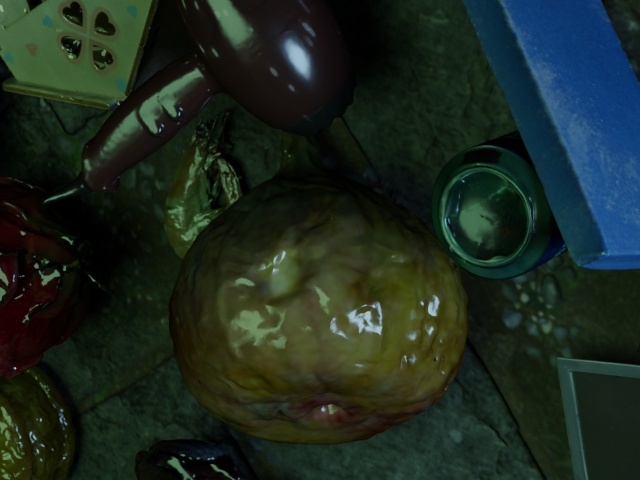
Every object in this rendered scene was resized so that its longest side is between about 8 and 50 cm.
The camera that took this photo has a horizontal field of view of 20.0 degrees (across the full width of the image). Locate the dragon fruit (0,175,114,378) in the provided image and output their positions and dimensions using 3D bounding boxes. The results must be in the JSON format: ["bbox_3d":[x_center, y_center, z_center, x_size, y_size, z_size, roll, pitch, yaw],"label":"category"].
[{"bbox_3d":[-0.337,0.045,1.939,0.293,0.233,0.234,10,110,41],"label":"dragon fruit"}]

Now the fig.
[{"bbox_3d":[0.000,0.000,1.733,0.286,0.286,0.369,-13,66,36],"label":"fig"}]

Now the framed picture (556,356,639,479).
[{"bbox_3d":[0.341,0.199,1.640,0.252,0.014,0.197,4,117,33],"label":"framed picture"}]

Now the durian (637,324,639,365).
[{"bbox_3d":[0.375,0.027,1.526,0.375,0.132,0.107,-49,47,37],"label":"durian"}]

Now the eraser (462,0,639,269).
[{"bbox_3d":[0.213,-0.119,1.514,0.042,0.144,0.312,-40,63,42],"label":"eraser"}]

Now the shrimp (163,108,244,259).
[{"bbox_3d":[-0.114,-0.052,1.872,0.099,0.041,0.180,25,116,25],"label":"shrimp"}]

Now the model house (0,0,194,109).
[{"bbox_3d":[-0.202,-0.263,1.804,0.326,0.169,0.244,-26,96,37],"label":"model house"}]

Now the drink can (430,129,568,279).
[{"bbox_3d":[0.187,-0.041,1.570,0.118,0.205,0.118,9,108,30],"label":"drink can"}]

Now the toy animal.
[{"bbox_3d":[-0.123,0.275,1.966,0.179,0.116,0.219,42,158,49],"label":"toy animal"}]

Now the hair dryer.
[{"bbox_3d":[-0.167,-0.166,1.670,0.340,0.123,0.312,-38,104,20],"label":"hair dryer"}]

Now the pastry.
[{"bbox_3d":[-0.379,0.225,2.099,0.188,0.103,0.189,11,110,32],"label":"pastry"}]
